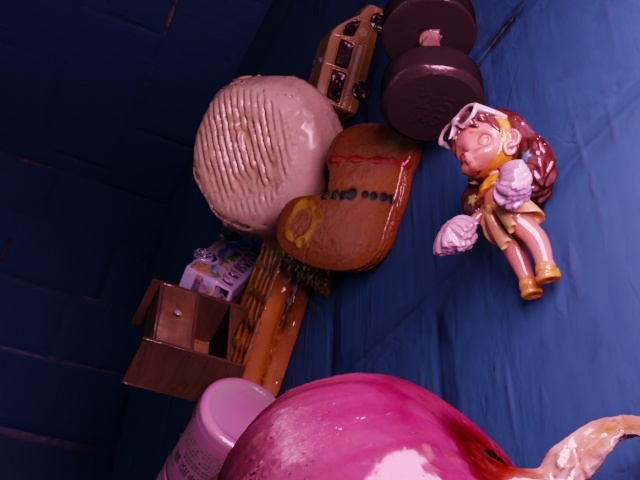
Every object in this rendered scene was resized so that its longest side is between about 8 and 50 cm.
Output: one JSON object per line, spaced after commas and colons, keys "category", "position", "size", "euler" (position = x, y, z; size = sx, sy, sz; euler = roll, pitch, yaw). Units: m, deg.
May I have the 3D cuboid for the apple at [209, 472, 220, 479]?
{"category": "apple", "position": [-0.138, 0.487, 1.343], "size": [0.196, 0.156, 0.197], "euler": [-45, 30, 36]}

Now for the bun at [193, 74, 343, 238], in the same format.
{"category": "bun", "position": [-0.091, -0.176, 1.624], "size": [0.359, 0.211, 0.360], "euler": [11, 108, 35]}

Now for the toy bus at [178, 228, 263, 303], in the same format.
{"category": "toy bus", "position": [-0.219, 0.067, 1.837], "size": [0.330, 0.135, 0.109], "euler": [-51, -16, -67]}

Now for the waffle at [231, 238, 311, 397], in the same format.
{"category": "waffle", "position": [-0.109, 0.152, 1.674], "size": [0.328, 0.098, 0.224], "euler": [-71, 20, -2]}

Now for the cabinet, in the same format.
{"category": "cabinet", "position": [-0.271, 0.207, 1.589], "size": [0.148, 0.215, 0.175], "euler": [-59, 22, 33]}

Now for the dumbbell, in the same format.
{"category": "dumbbell", "position": [0.167, -0.276, 1.197], "size": [0.152, 0.152, 0.218], "euler": [-51, 27, 47]}

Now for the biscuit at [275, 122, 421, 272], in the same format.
{"category": "biscuit", "position": [0.037, -0.083, 1.366], "size": [0.262, 0.052, 0.277], "euler": [18, 88, 43]}

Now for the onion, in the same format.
{"category": "onion", "position": [0.081, 0.251, 0.648], "size": [0.345, 0.358, 0.358], "euler": [-68, 19, 2]}

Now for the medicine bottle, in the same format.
{"category": "medicine bottle", "position": [-0.203, 0.424, 1.546], "size": [0.291, 0.178, 0.178], "euler": [-58, 23, 34]}

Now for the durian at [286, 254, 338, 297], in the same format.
{"category": "durian", "position": [0.002, 0.000, 1.459], "size": [0.108, 0.118, 0.187], "euler": [164, 124, -72]}

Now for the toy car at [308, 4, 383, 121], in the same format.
{"category": "toy car", "position": [0.051, -0.390, 1.678], "size": [0.101, 0.124, 0.257], "euler": [-8, 66, 68]}

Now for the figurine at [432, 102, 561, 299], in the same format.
{"category": "figurine", "position": [0.214, -0.051, 0.916], "size": [0.175, 0.115, 0.240], "euler": [128, 148, -50]}
